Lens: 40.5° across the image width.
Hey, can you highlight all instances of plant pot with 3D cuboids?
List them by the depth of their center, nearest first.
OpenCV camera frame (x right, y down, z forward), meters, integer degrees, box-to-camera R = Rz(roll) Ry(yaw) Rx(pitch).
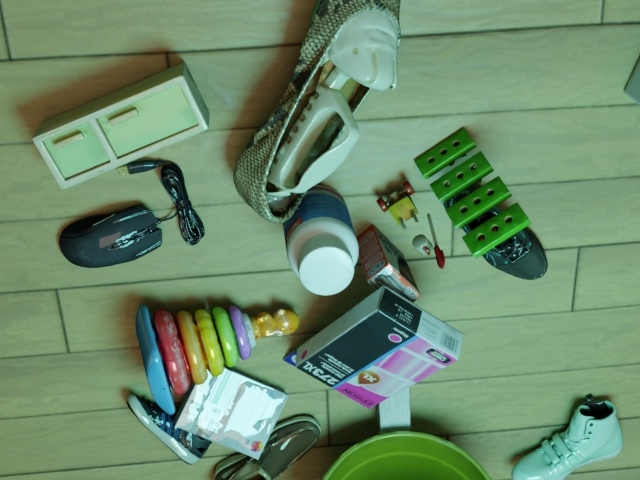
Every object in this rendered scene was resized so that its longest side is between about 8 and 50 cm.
[{"bbox_3d":[0.173,0.631,1.755,0.366,0.367,0.353,-8,142,-2],"label":"plant pot"}]

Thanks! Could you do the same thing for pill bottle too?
[{"bbox_3d":[0.000,0.000,1.500,0.124,0.221,0.124,-2,116,-5],"label":"pill bottle"}]

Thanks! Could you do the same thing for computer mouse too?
[{"bbox_3d":[-0.348,-0.041,1.533,0.261,0.060,0.184,-12,118,-1],"label":"computer mouse"}]

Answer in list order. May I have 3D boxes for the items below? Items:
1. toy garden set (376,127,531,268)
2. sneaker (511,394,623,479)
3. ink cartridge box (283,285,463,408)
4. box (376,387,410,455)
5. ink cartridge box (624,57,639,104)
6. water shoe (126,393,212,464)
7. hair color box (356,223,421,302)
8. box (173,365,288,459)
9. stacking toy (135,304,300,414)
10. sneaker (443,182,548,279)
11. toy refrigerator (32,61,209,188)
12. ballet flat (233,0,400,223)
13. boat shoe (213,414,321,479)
[{"bbox_3d":[0.224,-0.052,1.502,0.203,0.244,0.049,-33,138,10],"label":"toy garden set"},{"bbox_3d":[0.512,0.418,1.831,0.255,0.094,0.151,-21,123,-6],"label":"sneaker"},{"bbox_3d":[0.080,0.217,1.601,0.175,0.069,0.371,32,142,-15],"label":"ink cartridge box"},{"bbox_3d":[0.143,0.289,1.746,0.067,0.063,0.324,-7,117,-3],"label":"box"},{"bbox_3d":[0.753,-0.221,1.440,0.384,0.279,0.161,14,114,-13],"label":"ink cartridge box"},{"bbox_3d":[-0.303,0.361,1.743,0.080,0.073,0.203,-47,113,-14],"label":"water shoe"},{"bbox_3d":[0.119,0.048,1.566,0.053,0.167,0.093,-40,114,13],"label":"hair color box"},{"bbox_3d":[-0.177,0.333,1.721,0.186,0.038,0.145,26,89,-17],"label":"box"},{"bbox_3d":[-0.184,0.182,1.624,0.301,0.166,0.175,-16,130,-10],"label":"stacking toy"},{"bbox_3d":[0.328,0.000,1.602,0.267,0.106,0.101,37,105,-22],"label":"sneaker"},{"bbox_3d":[-0.328,-0.190,1.443,0.269,0.094,0.102,-21,117,5],"label":"toy refrigerator"},{"bbox_3d":[0.022,-0.231,1.409,0.164,0.182,0.483,15,115,-40],"label":"ballet flat"},{"bbox_3d":[-0.104,0.461,1.786,0.257,0.095,0.095,-36,114,11],"label":"boat shoe"}]
